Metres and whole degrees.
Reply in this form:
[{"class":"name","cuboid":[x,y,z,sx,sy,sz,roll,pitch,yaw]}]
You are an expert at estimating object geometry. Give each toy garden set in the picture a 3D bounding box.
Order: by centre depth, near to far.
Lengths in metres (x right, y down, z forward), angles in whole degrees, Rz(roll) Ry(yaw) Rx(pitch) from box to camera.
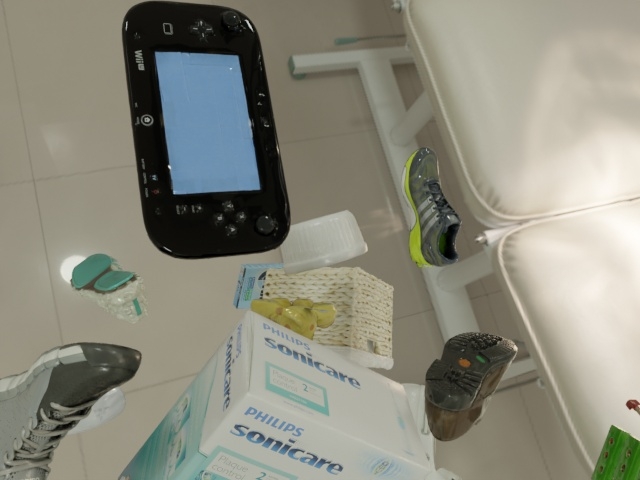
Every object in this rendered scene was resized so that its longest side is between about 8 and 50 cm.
[{"class":"toy garden set","cuboid":[0.540,0.340,0.899,0.049,0.244,0.204,21,88,5]}]

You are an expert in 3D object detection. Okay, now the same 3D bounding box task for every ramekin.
[{"class":"ramekin","cuboid":[0.000,0.000,1.334,0.207,0.207,0.109,-17,94,-20]}]

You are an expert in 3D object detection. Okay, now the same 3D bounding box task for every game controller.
[{"class":"game controller","cuboid":[-0.134,-0.134,0.655,0.166,0.067,0.319,-3,75,-32]}]

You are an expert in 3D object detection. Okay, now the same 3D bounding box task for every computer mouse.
[{"class":"computer mouse","cuboid":[-0.378,0.247,0.798,0.192,0.042,0.106,-10,108,-9]}]

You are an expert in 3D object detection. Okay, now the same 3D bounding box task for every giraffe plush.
[{"class":"giraffe plush","cuboid":[-0.051,0.217,1.180,0.181,0.210,0.171,4,91,-25]}]

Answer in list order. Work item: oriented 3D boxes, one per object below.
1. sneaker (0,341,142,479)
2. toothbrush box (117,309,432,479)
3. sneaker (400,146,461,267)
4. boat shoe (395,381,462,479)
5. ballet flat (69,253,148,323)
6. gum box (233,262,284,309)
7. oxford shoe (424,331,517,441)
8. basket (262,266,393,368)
[{"class":"sneaker","cuboid":[-0.247,0.181,0.515,0.086,0.228,0.132,27,47,-48]},{"class":"toothbrush box","cuboid":[-0.065,0.251,0.603,0.216,0.126,0.295,31,110,-22]},{"class":"sneaker","cuboid":[0.277,-0.075,1.340,0.111,0.121,0.300,-19,106,-31]},{"class":"boat shoe","cuboid":[0.169,0.385,0.843,0.156,0.136,0.367,-3,44,6]},{"class":"ballet flat","cuboid":[-0.563,0.137,1.500,0.147,0.409,0.147,-6,101,-33]},{"class":"gum box","cuboid":[-0.202,0.157,1.956,0.184,0.041,0.157,0,114,-36]},{"class":"oxford shoe","cuboid":[0.193,0.186,0.740,0.227,0.082,0.096,-20,119,-49]},{"class":"basket","cuboid":[0.022,0.241,1.699,0.331,0.328,0.267,-4,72,28]}]
